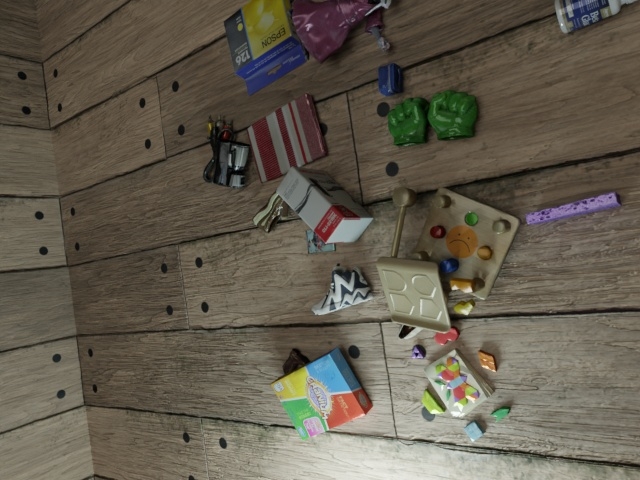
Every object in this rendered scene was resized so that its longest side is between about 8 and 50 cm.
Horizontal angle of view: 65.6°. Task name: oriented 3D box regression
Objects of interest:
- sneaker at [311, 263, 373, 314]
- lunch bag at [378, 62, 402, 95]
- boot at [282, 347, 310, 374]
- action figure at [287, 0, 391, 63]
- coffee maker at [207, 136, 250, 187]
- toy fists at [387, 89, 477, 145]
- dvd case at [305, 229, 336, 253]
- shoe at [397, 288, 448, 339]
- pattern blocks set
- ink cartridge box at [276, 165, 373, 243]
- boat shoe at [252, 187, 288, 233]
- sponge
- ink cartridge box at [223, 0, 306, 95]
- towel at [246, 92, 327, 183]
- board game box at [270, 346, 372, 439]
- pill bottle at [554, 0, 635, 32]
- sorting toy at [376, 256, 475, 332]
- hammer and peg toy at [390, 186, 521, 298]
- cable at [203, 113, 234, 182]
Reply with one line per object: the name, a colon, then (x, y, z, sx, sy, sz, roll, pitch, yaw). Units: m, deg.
sneaker: (0.056, 0.162, 1.723, 0.235, 0.094, 0.152, -24, 78, 34)
lunch bag: (0.226, -0.512, 1.571, 0.065, 0.067, 0.098, -1, 91, 35)
boot: (-0.092, 0.482, 1.887, 0.106, 0.037, 0.114, 41, 117, 29)
action figure: (0.096, -0.741, 1.621, 0.371, 0.248, 0.275, -20, 38, 23)
coffee maker: (-0.370, -0.309, 1.983, 0.171, 0.120, 0.178, 21, 107, 34)
toy fists: (0.328, -0.370, 1.491, 0.279, 0.096, 0.142, -1, 92, 37)
dvd case: (0.000, 0.000, 1.801, 0.120, 0.013, 0.087, -6, 90, 37)
shoe: (0.318, 0.236, 1.560, 0.076, 0.058, 0.219, 47, 118, 24)
pattern blocks set: (0.417, 0.433, 1.523, 0.325, 0.026, 0.285, 43, 116, 25)
ink cartridge box: (0.013, -0.121, 1.670, 0.273, 0.197, 0.114, 45, 115, 24)
boat shoe: (-0.148, -0.124, 1.863, 0.095, 0.095, 0.257, 50, 126, 7)
sponge: (0.644, -0.079, 1.269, 0.210, 0.117, 0.031, -15, 82, 35)
ink cartridge box: (-0.220, -0.756, 1.877, 0.304, 0.072, 0.306, -19, 80, 35)
towel: (-0.131, -0.373, 1.859, 0.329, 0.037, 0.236, -18, 85, 37)
board game box: (-0.003, 0.555, 1.786, 0.317, 0.064, 0.242, -36, 82, 32)
pill bottle: (0.678, -0.589, 1.224, 0.170, 0.094, 0.094, -13, 86, 36)
sorting toy: (0.317, 0.160, 1.457, 0.307, 0.041, 0.228, 5, 120, 43)
hammer and peg toy: (0.370, -0.011, 1.466, 0.362, 0.127, 0.265, 28, 110, 31)
cable: (-0.418, -0.375, 2.069, 0.140, 0.072, 0.287, 15, 115, 17)
